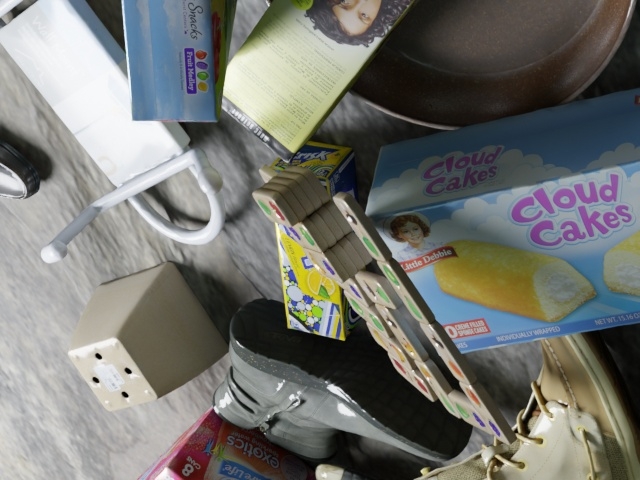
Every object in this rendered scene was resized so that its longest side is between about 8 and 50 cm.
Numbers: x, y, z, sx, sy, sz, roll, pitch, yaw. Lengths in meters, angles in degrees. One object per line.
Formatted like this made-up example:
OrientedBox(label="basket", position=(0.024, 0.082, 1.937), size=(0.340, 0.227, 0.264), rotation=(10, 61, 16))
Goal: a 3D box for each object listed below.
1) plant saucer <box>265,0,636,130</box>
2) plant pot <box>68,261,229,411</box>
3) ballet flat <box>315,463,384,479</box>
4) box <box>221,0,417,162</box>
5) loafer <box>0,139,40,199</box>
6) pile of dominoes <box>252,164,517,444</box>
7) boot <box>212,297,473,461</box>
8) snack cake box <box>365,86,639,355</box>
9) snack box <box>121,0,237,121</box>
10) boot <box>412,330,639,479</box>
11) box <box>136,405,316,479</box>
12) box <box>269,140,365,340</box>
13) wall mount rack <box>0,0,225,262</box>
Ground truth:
OrientedBox(label="plant saucer", position=(0.086, -0.225, 1.152), size=(0.310, 0.050, 0.311), rotation=(16, 130, 20))
OrientedBox(label="plant pot", position=(-0.173, 0.100, 1.516), size=(0.109, 0.096, 0.109), rotation=(-18, 112, 38))
OrientedBox(label="ballet flat", position=(0.069, 0.261, 1.506), size=(0.173, 0.049, 0.057), rotation=(30, 165, 0))
OrientedBox(label="box", position=(0.008, -0.162, 1.174), size=(0.087, 0.058, 0.232), rotation=(39, 134, 0))
OrientedBox(label="loafer", position=(-0.348, -0.071, 1.517), size=(0.170, 0.061, 0.062), rotation=(18, 129, 18))
OrientedBox(label="pile of dominoes", position=(0.035, 0.053, 1.246), size=(0.251, 0.040, 0.196), rotation=(56, 168, -16))
OrientedBox(label="boot", position=(0.018, 0.155, 1.471), size=(0.246, 0.083, 0.161), rotation=(26, 144, 12))
OrientedBox(label="snack cake box", position=(0.184, -0.015, 1.175), size=(0.264, 0.089, 0.152), rotation=(-12, 129, 26))
OrientedBox(label="snack box", position=(-0.100, -0.213, 1.161), size=(0.070, 0.207, 0.175), rotation=(0, 127, 1))
OrientedBox(label="boot", position=(0.162, 0.169, 1.322), size=(0.203, 0.095, 0.262), rotation=(-21, 119, 11))
OrientedBox(label="box", position=(-0.135, 0.285, 1.611), size=(0.128, 0.123, 0.257), rotation=(43, 134, -2))
OrientedBox(label="box", position=(0.000, 0.000, 1.366), size=(0.059, 0.054, 0.169), rotation=(11, 128, 24))
OrientedBox(label="wall mount rack", position=(-0.199, -0.118, 1.329), size=(0.304, 0.130, 0.350), rotation=(-23, 110, 49))
